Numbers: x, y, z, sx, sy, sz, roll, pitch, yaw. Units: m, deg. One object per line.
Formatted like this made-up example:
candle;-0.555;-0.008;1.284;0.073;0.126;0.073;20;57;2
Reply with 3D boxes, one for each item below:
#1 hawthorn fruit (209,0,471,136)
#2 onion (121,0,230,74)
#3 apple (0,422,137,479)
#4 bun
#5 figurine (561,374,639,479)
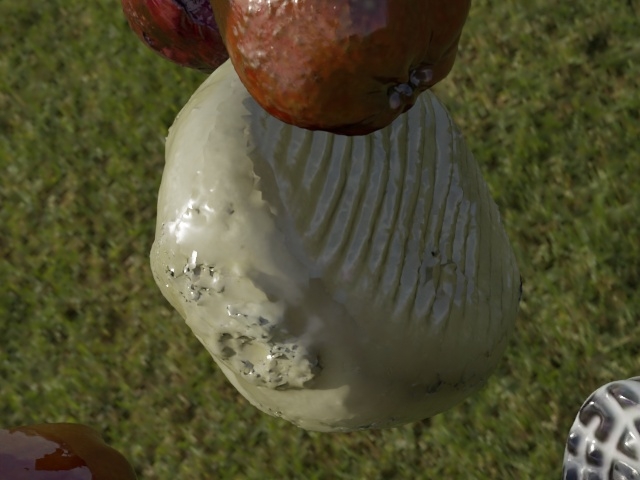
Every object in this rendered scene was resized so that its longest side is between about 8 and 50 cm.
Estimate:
hawthorn fruit;-0.008;-0.163;0.795;0.162;0.162;0.203;-42;76;-4
onion;-0.151;-0.259;1.470;0.227;0.283;0.120;28;97;42
apple;-0.337;0.350;1.330;0.365;0.329;0.295;-28;86;-17
bun;0.000;0.000;1.058;0.234;0.362;0.326;-18;71;34
figurine;0.191;0.218;0.656;0.196;0.320;0.323;-70;6;-64
